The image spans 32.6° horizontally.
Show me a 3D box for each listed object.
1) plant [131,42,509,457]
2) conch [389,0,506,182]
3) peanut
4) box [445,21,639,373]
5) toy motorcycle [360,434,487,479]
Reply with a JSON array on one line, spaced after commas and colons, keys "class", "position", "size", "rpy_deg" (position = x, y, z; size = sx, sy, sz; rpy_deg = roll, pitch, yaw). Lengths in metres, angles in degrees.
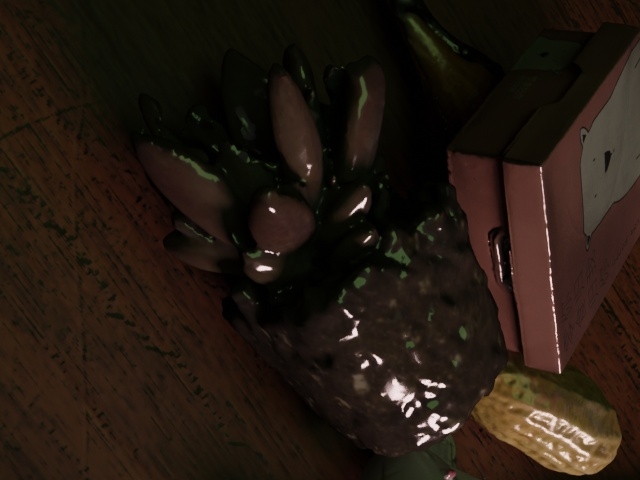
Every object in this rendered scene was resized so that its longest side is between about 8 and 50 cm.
[{"class": "plant", "position": [0.000, 0.000, 0.824], "size": [0.181, 0.194, 0.320], "rpy_deg": [-42, 112, -28]}, {"class": "conch", "position": [0.126, -0.122, 0.950], "size": [0.086, 0.080, 0.232], "rpy_deg": [-22, 101, -57]}, {"class": "peanut", "position": [0.189, 0.140, 0.964], "size": [0.194, 0.083, 0.093], "rpy_deg": [35, 65, -21]}, {"class": "box", "position": [0.194, -0.039, 0.910], "size": [0.215, 0.086, 0.215], "rpy_deg": [-48, 138, -38]}, {"class": "toy motorcycle", "position": [0.104, 0.258, 0.866], "size": [0.171, 0.110, 0.260], "rpy_deg": [-3, 65, -56]}]
